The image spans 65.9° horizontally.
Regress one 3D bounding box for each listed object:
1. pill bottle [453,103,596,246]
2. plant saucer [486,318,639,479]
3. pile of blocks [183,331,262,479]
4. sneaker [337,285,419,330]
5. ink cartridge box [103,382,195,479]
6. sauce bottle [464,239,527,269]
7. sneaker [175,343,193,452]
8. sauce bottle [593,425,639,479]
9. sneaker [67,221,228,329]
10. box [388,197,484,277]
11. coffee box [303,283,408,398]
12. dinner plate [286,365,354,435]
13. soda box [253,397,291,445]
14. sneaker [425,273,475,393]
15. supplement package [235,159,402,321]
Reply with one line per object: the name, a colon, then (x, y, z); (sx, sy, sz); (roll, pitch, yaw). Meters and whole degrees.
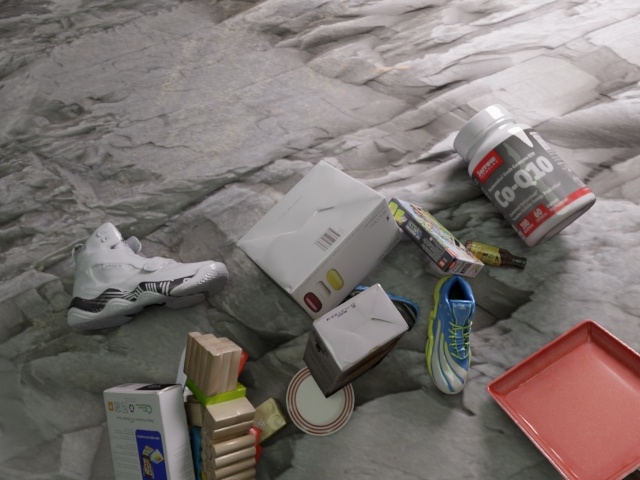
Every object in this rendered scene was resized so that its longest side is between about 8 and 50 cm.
pill bottle: (0.420, -0.142, 1.048); (0.161, 0.161, 0.283); (-32, 69, -4)
plant saucer: (0.482, 0.295, 0.887); (0.258, 0.048, 0.259); (-32, 34, -4)
pile of blocks: (-0.176, 0.350, 0.929); (0.148, 0.112, 0.363); (-14, 79, 49)
sneaker: (0.111, 0.145, 1.036); (0.188, 0.067, 0.078); (12, 66, 9)
ink cartridge box: (-0.307, 0.455, 0.913); (0.175, 0.069, 0.372); (-11, 85, 35)
sauce bottle: (0.372, 0.033, 1.055); (0.128, 0.042, 0.042); (14, 73, 14)
sneaker: (-0.251, 0.336, 1.002); (0.091, 0.094, 0.258); (2, 71, 11)
sauce bottle: (0.547, 0.487, 0.827); (0.111, 0.111, 0.345); (-20, 63, 0)
sneaker: (-0.394, 0.055, 1.099); (0.365, 0.137, 0.211); (-17, 72, 5)
box: (0.230, -0.007, 1.019); (0.036, 0.114, 0.207); (-57, 46, 21)
coffee box: (0.055, 0.195, 0.918); (0.141, 0.247, 0.098); (-28, 69, -18)
dinner plate: (0.000, 0.325, 1.013); (0.141, 0.017, 0.141); (-2, 69, 6)
soda box: (-0.151, 0.392, 0.988); (0.181, 0.058, 0.061); (-34, 69, -5)
sneaker: (0.256, 0.175, 0.974); (0.091, 0.126, 0.240); (1, 70, 8)
supplement package: (0.000, 0.000, 1.033); (0.262, 0.145, 0.204); (-46, 50, -9)
